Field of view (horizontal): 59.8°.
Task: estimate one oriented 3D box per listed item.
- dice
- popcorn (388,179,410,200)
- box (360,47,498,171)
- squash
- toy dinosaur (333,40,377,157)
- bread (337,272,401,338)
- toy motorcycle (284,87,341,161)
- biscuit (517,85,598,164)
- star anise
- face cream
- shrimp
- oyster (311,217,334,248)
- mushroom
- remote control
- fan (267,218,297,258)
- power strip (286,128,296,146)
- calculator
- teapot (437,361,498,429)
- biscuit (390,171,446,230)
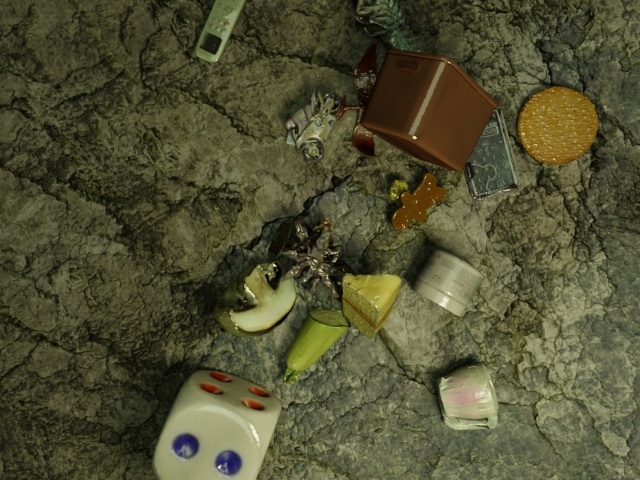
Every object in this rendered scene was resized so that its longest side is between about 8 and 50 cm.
[{"bbox_3d":[-0.307,0.593,1.687,0.304,0.277,0.304,21,95,3],"label":"dice"},{"bbox_3d":[0.253,-0.156,1.763,0.068,0.059,0.083,-43,106,-10],"label":"popcorn"},{"bbox_3d":[0.307,-0.367,1.607,0.239,0.339,0.229,29,97,42],"label":"box"},{"bbox_3d":[-0.047,0.326,1.759,0.137,0.137,0.287,43,101,0],"label":"squash"},{"bbox_3d":[0.153,-0.432,1.734,0.207,0.113,0.327,27,91,4],"label":"toy dinosaur"},{"bbox_3d":[0.154,0.194,1.675,0.178,0.266,0.142,-14,62,-4],"label":"bread"},{"bbox_3d":[-0.033,-0.367,1.742,0.152,0.073,0.225,20,93,8],"label":"toy motorcycle"},{"bbox_3d":[0.747,-0.363,1.759,0.254,0.035,0.254,0,90,0],"label":"biscuit"},{"bbox_3d":[-0.016,0.061,1.712,0.212,0.129,0.282,-21,105,23],"label":"star anise"},{"bbox_3d":[0.387,0.126,1.705,0.177,0.177,0.153,30,91,1],"label":"face cream"},{"bbox_3d":[0.209,-0.682,1.715,0.221,0.166,0.410,-44,106,-32],"label":"shrimp"},{"bbox_3d":[0.008,-0.005,1.770,0.103,0.051,0.148,32,124,11],"label":"oyster"},{"bbox_3d":[-0.209,0.191,1.733,0.189,0.164,0.267,44,55,-23],"label":"mushroom"},{"bbox_3d":[-0.306,-0.716,1.777,0.090,0.038,0.309,25,92,1],"label":"remote control"},{"bbox_3d":[-0.111,-0.003,1.702,0.009,0.220,0.132,24,89,-22],"label":"fan"},{"bbox_3d":[-0.082,-0.346,1.788,0.040,0.016,0.090,12,92,1],"label":"power strip"},{"bbox_3d":[0.526,-0.276,1.769,0.166,0.028,0.274,-15,90,2],"label":"calculator"},{"bbox_3d":[0.454,0.488,1.744,0.178,0.221,0.163,-14,52,11],"label":"teapot"},{"bbox_3d":[0.297,-0.116,1.753,0.205,0.031,0.138,-48,123,1],"label":"biscuit"}]
